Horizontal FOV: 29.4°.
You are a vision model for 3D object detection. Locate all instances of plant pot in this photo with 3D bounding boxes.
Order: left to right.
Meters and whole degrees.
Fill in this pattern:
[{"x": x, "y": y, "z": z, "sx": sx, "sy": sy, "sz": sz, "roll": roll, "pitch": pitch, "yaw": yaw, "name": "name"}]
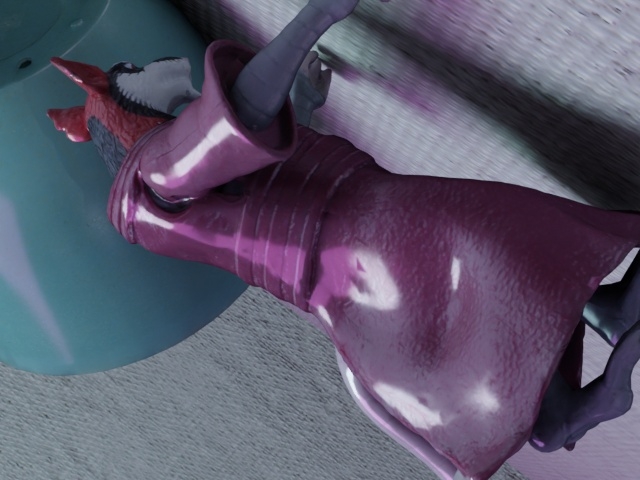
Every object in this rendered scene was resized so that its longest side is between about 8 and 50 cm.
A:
[{"x": -0.200, "y": -0.081, "z": 0.939, "sx": 0.293, "sy": 0.293, "sz": 0.235, "roll": 29, "pitch": 154, "yaw": 38, "name": "plant pot"}]

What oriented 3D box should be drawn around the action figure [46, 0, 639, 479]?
[{"x": 0.000, "y": 0.000, "z": 0.693, "sx": 0.370, "sy": 0.275, "sz": 0.248, "roll": 20, "pitch": 173, "yaw": 12, "name": "action figure"}]
